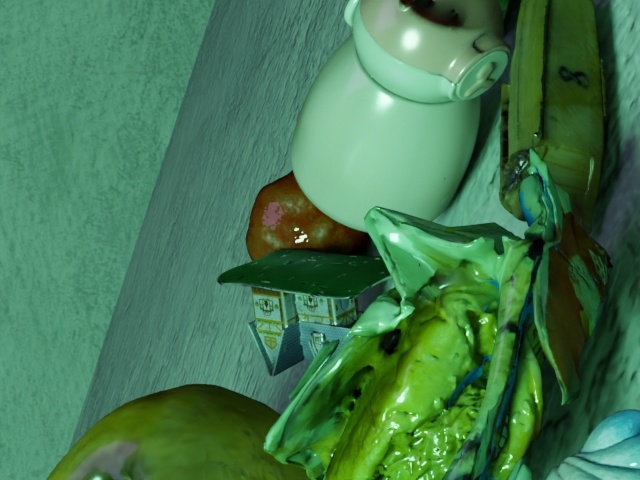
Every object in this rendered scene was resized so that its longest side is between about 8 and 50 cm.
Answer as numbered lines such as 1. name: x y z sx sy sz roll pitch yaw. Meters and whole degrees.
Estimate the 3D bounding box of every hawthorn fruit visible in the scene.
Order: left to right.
1. hawthorn fruit: -0.013 -0.008 1.324 0.140 0.125 0.125 -96 29 -59

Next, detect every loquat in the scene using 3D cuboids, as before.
1. loquat: -0.108 0.260 1.098 0.275 0.275 0.274 -161 90 -74

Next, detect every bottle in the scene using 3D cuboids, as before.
1. bottle: 0.070 -0.127 1.069 0.236 0.148 0.147 112 167 -50

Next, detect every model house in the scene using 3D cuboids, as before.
1. model house: 0.001 0.067 1.200 0.167 0.117 0.088 4 108 36

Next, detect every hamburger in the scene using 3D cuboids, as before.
1. hamburger: 0.058 0.091 0.806 0.276 0.150 0.260 -58 -6 -37

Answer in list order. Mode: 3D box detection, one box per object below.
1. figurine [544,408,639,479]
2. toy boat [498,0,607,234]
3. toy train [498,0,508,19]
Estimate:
1. figurine: 0.158 0.152 0.682 0.114 0.079 0.114 -2 86 39
2. toy boat: 0.160 -0.096 0.945 0.088 0.068 0.226 115 165 -51
3. toy train: 0.133 -0.293 1.158 0.188 0.132 0.243 134 151 -73
